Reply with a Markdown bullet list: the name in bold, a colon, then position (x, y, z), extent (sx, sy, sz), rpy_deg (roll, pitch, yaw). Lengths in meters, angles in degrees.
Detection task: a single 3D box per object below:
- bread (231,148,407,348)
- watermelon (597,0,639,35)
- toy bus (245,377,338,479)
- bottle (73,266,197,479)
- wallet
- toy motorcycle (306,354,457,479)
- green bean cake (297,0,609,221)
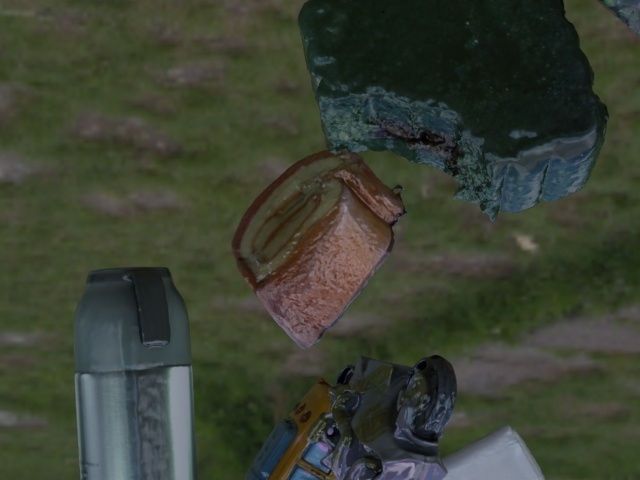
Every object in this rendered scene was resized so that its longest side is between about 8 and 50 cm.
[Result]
- **bread**: position (-0.004, -0.006, 1.805), extent (0.123, 0.244, 0.190), rpy_deg (38, -175, -36)
- **watermelon**: position (0.333, -0.339, 1.731), extent (0.207, 0.136, 0.202), rpy_deg (19, 142, 28)
- **toy bus**: position (0.001, 0.250, 1.444), extent (0.136, 0.209, 0.126), rpy_deg (33, 178, -13)
- **bottle**: position (-0.119, 0.144, 0.915), extent (0.079, 0.254, 0.096), rpy_deg (-1, 173, -25)
- **wallet**: position (0.153, 0.285, 1.522), extent (0.190, 0.095, 0.033), rpy_deg (-32, 173, 8)
- **toy motorcycle**: position (0.052, 0.173, 1.157), extent (0.073, 0.152, 0.225), rpy_deg (14, 168, -20)
- **green bean cake**: position (0.148, -0.172, 1.606), extent (0.307, 0.300, 0.169), rpy_deg (-14, 156, -3)
